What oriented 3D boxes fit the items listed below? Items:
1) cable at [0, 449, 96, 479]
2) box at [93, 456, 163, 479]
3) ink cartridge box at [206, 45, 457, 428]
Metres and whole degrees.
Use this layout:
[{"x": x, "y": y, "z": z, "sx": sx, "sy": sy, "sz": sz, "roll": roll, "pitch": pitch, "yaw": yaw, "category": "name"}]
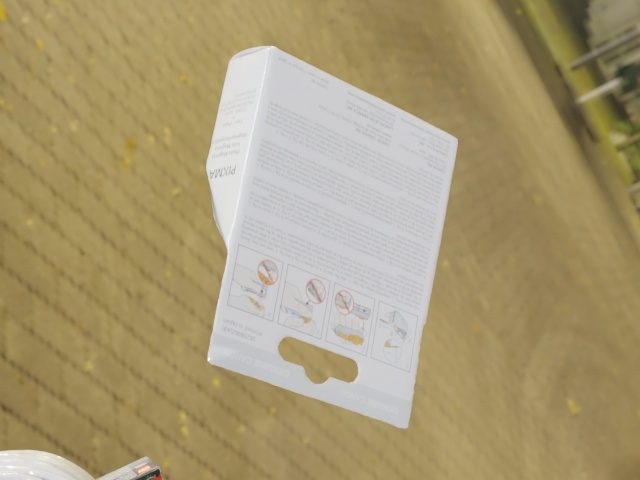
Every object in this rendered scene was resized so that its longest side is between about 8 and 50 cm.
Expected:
[{"x": -0.324, "y": 0.339, "z": 1.467, "sx": 0.257, "sy": 0.257, "sz": 0.089, "roll": 18, "pitch": 10, "yaw": -8, "category": "cable"}, {"x": -0.153, "y": 0.208, "z": 0.900, "sx": 0.027, "sy": 0.137, "sz": 0.094, "roll": 21, "pitch": -50, "yaw": 62, "category": "box"}, {"x": 0.000, "y": 0.000, "z": 1.025, "sx": 0.189, "sy": 0.066, "sz": 0.232, "roll": 23, "pitch": 74, "yaw": -34, "category": "ink cartridge box"}]
